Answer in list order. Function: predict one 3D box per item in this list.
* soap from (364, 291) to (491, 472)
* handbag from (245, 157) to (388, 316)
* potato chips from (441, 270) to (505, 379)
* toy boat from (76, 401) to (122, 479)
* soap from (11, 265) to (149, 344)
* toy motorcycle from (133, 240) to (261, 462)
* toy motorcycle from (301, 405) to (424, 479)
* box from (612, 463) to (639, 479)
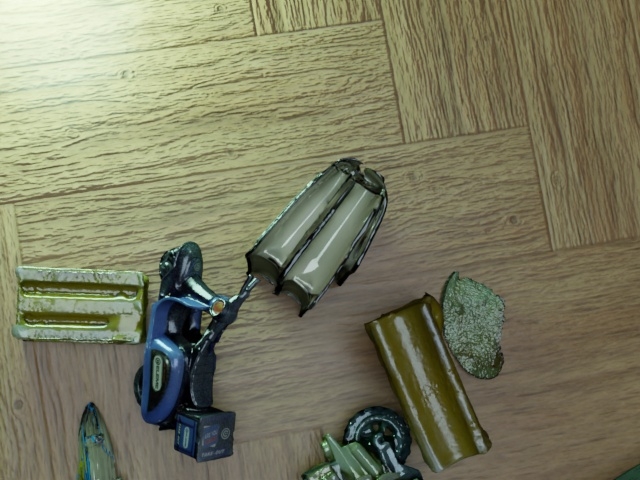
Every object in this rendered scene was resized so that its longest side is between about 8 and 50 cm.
[{"bbox_3d":[0.193,0.243,1.817,0.143,0.259,0.281,-25,86,4],"label":"soap"},{"bbox_3d":[0.000,0.000,1.763,0.160,0.358,0.237,36,83,1],"label":"handbag"},{"bbox_3d":[0.296,0.158,1.947,0.142,0.026,0.209,-35,87,-5],"label":"potato chips"},{"bbox_3d":[-0.401,0.394,1.835,0.084,0.066,0.210,2,73,-39],"label":"toy boat"},{"bbox_3d":[-0.430,0.118,1.849,0.233,0.076,0.135,2,85,-5],"label":"soap"},{"bbox_3d":[-0.218,0.184,1.779,0.125,0.212,0.359,-1,99,-47],"label":"toy motorcycle"},{"bbox_3d":[0.115,0.511,1.826,0.236,0.169,0.410,-22,81,-14],"label":"toy motorcycle"},{"bbox_3d":[0.600,0.479,1.881,0.244,0.153,0.092,-29,88,-6],"label":"box"}]
